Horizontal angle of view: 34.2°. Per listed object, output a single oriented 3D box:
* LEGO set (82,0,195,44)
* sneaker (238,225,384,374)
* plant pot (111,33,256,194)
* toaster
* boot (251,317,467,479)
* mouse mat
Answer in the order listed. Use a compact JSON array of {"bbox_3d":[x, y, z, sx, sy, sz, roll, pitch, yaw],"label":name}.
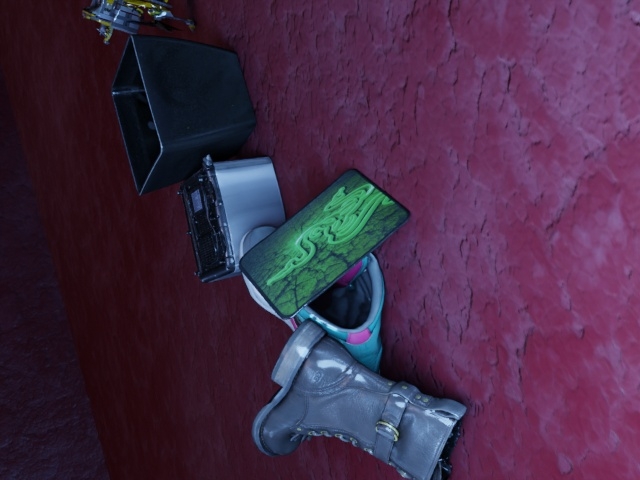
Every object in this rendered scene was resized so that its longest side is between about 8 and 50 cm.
[{"bbox_3d":[-0.375,-0.433,1.748,0.331,0.255,0.192,30,105,51],"label":"LEGO set"},{"bbox_3d":[-0.014,0.047,1.309,0.295,0.124,0.178,52,151,32],"label":"sneaker"},{"bbox_3d":[-0.205,-0.198,1.582,0.187,0.167,0.188,-43,62,62],"label":"plant pot"},{"bbox_3d":[-0.131,-0.034,1.557,0.186,0.110,0.168,-23,80,66],"label":"toaster"},{"bbox_3d":[0.044,0.226,1.214,0.229,0.091,0.263,31,140,14],"label":"boot"},{"bbox_3d":[0.000,0.000,1.217,0.007,0.190,0.152,55,173,-37],"label":"mouse mat"}]
